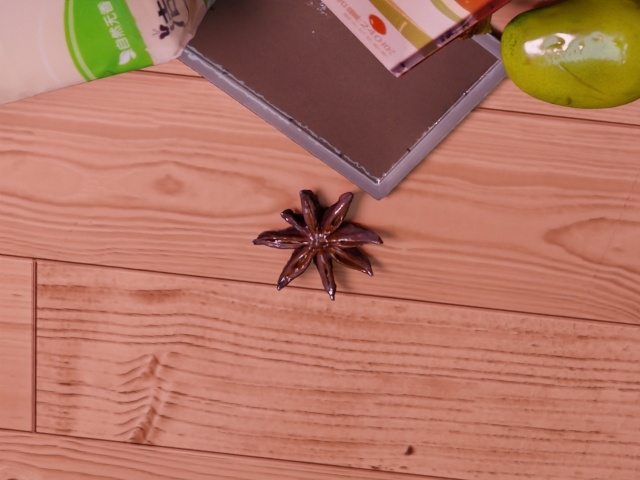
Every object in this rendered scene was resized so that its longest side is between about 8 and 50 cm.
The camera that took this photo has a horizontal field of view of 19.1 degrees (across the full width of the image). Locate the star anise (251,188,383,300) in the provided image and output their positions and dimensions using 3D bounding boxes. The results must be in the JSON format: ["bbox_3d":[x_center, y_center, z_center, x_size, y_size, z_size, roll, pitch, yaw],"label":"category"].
[{"bbox_3d":[0.001,0.000,2.024,0.141,0.042,0.141,1,121,2],"label":"star anise"}]

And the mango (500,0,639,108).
[{"bbox_3d":[0.261,-0.183,1.854,0.163,0.089,0.117,-9,127,16],"label":"mango"}]

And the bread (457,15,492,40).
[{"bbox_3d":[0.105,-0.281,1.775,0.132,0.103,0.172,22,121,21],"label":"bread"}]

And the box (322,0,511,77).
[{"bbox_3d":[0.028,-0.343,1.531,0.385,0.122,0.344,45,159,-7],"label":"box"}]

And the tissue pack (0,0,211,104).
[{"bbox_3d":[-0.325,-0.330,1.731,0.332,0.205,0.405,-12,121,17],"label":"tissue pack"}]

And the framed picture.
[{"bbox_3d":[0.018,-0.194,1.907,0.293,0.018,0.231,35,120,-18],"label":"framed picture"}]
